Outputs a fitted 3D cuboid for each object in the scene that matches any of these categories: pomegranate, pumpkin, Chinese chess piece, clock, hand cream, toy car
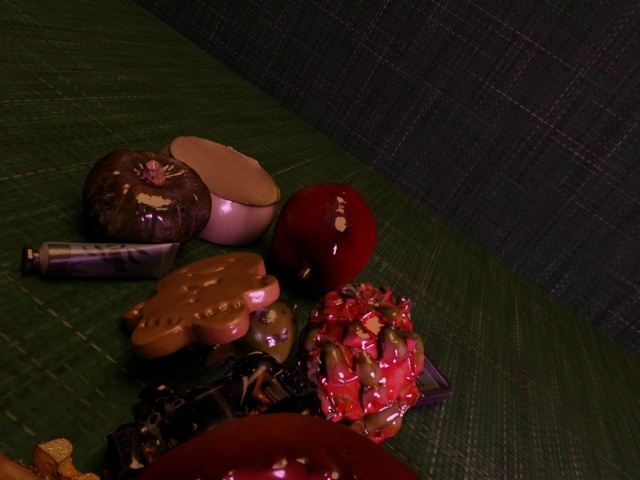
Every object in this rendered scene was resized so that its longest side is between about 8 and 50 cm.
[{"bbox_3d":[-0.141,0.163,0.959,0.220,0.156,0.156,9,32,-25],"label":"pomegranate"},{"bbox_3d":[-0.357,-0.094,1.089,0.260,0.189,0.260,14,36,-10],"label":"pumpkin"},{"bbox_3d":[-0.269,-0.133,1.369,0.337,0.141,0.338,26,24,-13],"label":"Chinese chess piece"},{"bbox_3d":[0.149,0.272,1.233,0.273,0.049,0.279,7,35,-44],"label":"clock"},{"bbox_3d":[-0.394,0.035,0.967,0.271,0.091,0.058,4,32,-43],"label":"hand cream"},{"bbox_3d":[-0.140,0.264,0.724,0.301,0.118,0.193,-16,31,-24],"label":"toy car"}]

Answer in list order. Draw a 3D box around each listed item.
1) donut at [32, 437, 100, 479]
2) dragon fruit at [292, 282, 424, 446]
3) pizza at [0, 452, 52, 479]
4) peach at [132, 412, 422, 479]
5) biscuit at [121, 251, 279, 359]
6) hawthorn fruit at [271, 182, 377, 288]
[{"bbox_3d":[-0.303,0.281,0.638,0.083,0.067,0.038,4,0,14],"label":"donut"},{"bbox_3d":[0.070,0.228,0.968,0.231,0.303,0.237,10,-6,17],"label":"dragon fruit"},{"bbox_3d":[-0.394,0.269,0.543,0.204,0.081,0.188,29,-1,14],"label":"pizza"},{"bbox_3d":[-0.011,0.363,0.522,0.405,0.335,0.310,32,-6,18],"label":"peach"},{"bbox_3d":[-0.206,0.092,0.936,0.275,0.052,0.355,-11,18,5],"label":"biscuit"},{"bbox_3d":[0.000,0.000,1.328,0.265,0.265,0.307,34,42,2],"label":"hawthorn fruit"}]
